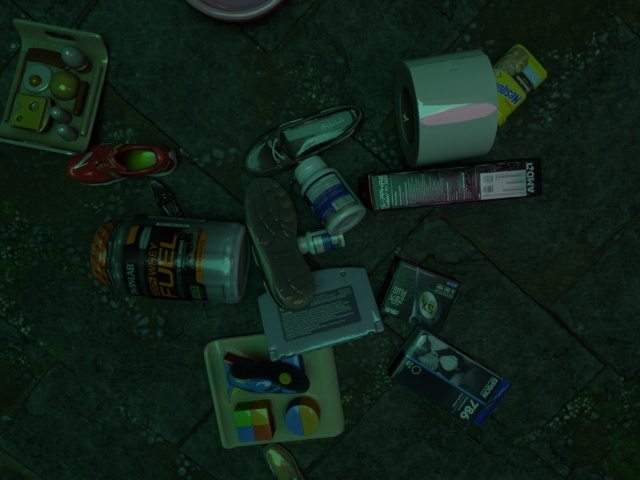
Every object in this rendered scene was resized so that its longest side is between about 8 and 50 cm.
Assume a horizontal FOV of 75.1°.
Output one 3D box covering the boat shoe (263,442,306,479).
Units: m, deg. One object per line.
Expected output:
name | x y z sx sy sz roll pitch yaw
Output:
boat shoe | -0.094 0.657 1.169 0.068 0.072 0.190 -37 96 4

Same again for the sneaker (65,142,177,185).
sneaker | -0.506 -0.201 1.035 0.280 0.118 0.107 -9 96 1

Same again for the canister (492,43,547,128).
canister | 0.460 -0.384 1.041 0.126 0.073 0.170 44 93 -6

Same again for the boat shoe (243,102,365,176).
boat shoe | -0.047 -0.258 1.042 0.336 0.095 0.112 -24 97 3

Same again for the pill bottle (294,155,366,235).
pill bottle | 0.018 -0.114 1.033 0.112 0.112 0.186 -35 71 4

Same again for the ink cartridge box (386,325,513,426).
ink cartridge box | 0.365 0.385 1.143 0.333 0.065 0.165 31 95 -5

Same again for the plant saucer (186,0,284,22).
plant saucer | -0.204 -0.688 0.994 0.333 0.084 0.331 0 96 -1

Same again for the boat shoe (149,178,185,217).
boat shoe | -0.404 -0.106 1.088 0.049 0.042 0.132 -32 95 6

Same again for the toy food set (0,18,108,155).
toy food set | -0.664 -0.367 1.003 0.220 0.092 0.305 10 83 -1

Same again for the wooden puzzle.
wooden puzzle | -0.124 0.412 1.134 0.349 0.080 0.321 -9 97 1

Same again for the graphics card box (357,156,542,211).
graphics card box | 0.287 -0.131 0.991 0.372 0.233 0.094 -7 96 0

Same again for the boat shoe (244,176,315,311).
boat shoe | -0.126 0.013 1.047 0.133 0.130 0.354 -6 71 -28

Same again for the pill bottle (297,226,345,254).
pill bottle | 0.000 0.000 1.089 0.120 0.067 0.066 -15 97 1

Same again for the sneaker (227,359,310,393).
sneaker | -0.134 0.361 1.069 0.210 0.069 0.082 11 132 -6

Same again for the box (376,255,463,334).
box | 0.258 0.143 1.103 0.180 0.077 0.147 21 97 -3

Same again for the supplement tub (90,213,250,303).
supplement tub | -0.354 0.043 1.023 0.339 0.207 0.206 4 97 0

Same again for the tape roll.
tape roll | 0.280 -0.301 0.965 0.169 0.246 0.245 -9 97 0

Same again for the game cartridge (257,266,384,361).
game cartridge | -0.005 0.180 1.082 0.298 0.062 0.197 -15 67 2
